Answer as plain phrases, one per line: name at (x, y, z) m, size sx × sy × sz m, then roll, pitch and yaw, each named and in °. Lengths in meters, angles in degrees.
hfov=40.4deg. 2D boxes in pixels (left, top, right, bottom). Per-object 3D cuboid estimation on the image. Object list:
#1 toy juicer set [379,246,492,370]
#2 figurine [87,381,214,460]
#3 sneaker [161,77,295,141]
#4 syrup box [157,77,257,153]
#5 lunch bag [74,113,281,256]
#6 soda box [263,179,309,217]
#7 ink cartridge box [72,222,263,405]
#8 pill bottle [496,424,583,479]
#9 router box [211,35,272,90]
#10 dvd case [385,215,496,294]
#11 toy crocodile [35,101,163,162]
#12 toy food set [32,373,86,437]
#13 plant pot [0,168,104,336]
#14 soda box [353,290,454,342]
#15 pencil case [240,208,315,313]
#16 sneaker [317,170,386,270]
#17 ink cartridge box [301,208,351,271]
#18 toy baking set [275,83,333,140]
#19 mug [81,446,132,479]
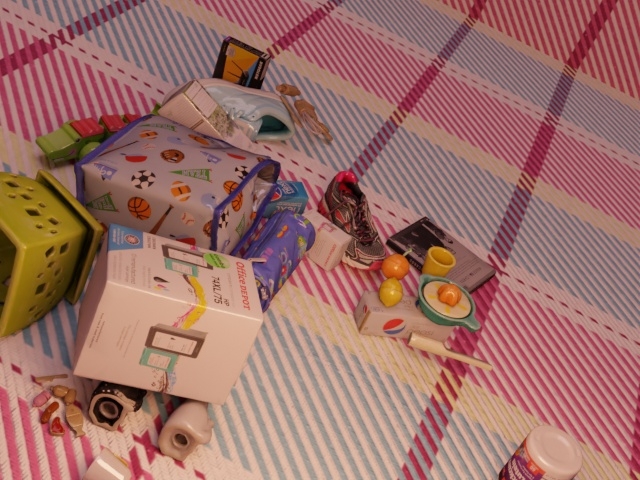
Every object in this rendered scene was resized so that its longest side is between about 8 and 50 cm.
toy juicer set at (0.237, 0.129, 1.865) m, size 0.209 × 0.089 × 0.329 m, roll 6°, pitch 41°, yaw -23°
figurine at (-0.273, 0.266, 1.559) m, size 0.215 × 0.092 × 0.209 m, roll 24°, pitch 33°, yaw -1°
sneaker at (-0.223, -0.327, 2.263) m, size 0.366 × 0.135 × 0.150 m, roll -3°, pitch 39°, yaw -30°
syrup box at (-0.271, -0.266, 2.115) m, size 0.237 × 0.096 × 0.093 m, roll 49°, pitch 33°, yaw -19°
lunch bag at (-0.290, -0.111, 1.862) m, size 0.327 × 0.239 × 0.385 m, roll 20°, pitch 36°, yaw 7°
soda box at (-0.140, -0.102, 2.085) m, size 0.210 × 0.071 × 0.067 m, roll 2°, pitch 42°, yaw -26°
ink cartridge box at (-0.266, 0.130, 1.513) m, size 0.270 × 0.197 × 0.198 m, roll 16°, pitch 26°, yaw -21°
pill bottle at (0.392, 0.440, 1.606) m, size 0.108 × 0.193 × 0.108 m, roll 14°, pitch 37°, yaw -11°
router box at (-0.223, -0.448, 2.375) m, size 0.133 × 0.179 × 0.046 m, roll 26°, pitch 35°, yaw 5°
dvd case at (0.304, 0.043, 2.181) m, size 0.238 × 0.029 × 0.179 m, roll 40°, pitch 40°, yaw 20°
toy crocodile at (-0.500, -0.250, 2.045) m, size 0.340 × 0.105 × 0.115 m, roll -16°, pitch 52°, yaw -40°
toy food set at (-0.452, 0.288, 1.488) m, size 0.078 × 0.019 × 0.122 m, roll -2°, pitch 52°, yaw -30°
plant pot at (-0.547, 0.007, 1.616) m, size 0.228 × 0.227 × 0.207 m, roll 42°, pitch 35°, yaw 23°
soda box at (0.188, 0.170, 1.927) m, size 0.216 × 0.074 × 0.069 m, roll 8°, pitch 39°, yaw -20°
pencil case at (-0.112, 0.041, 1.877) m, size 0.119 × 0.133 × 0.306 m, roll 16°, pitch 34°, yaw 14°
sneaker at (0.078, -0.043, 2.098) m, size 0.121 × 0.112 × 0.299 m, roll -1°, pitch 44°, yaw -29°
ink cartridge box at (0.000, 0.000, 2.021) m, size 0.122 × 0.088 × 0.052 m, roll 38°, pitch 36°, yaw 18°
toy baking set at (-0.043, -0.359, 2.394) m, size 0.197 × 0.030 × 0.256 m, roll 50°, pitch 17°, yaw 13°
mug at (-0.338, 0.373, 1.410) m, size 0.064 × 0.062 × 0.078 m, roll 34°, pitch 44°, yaw 1°
